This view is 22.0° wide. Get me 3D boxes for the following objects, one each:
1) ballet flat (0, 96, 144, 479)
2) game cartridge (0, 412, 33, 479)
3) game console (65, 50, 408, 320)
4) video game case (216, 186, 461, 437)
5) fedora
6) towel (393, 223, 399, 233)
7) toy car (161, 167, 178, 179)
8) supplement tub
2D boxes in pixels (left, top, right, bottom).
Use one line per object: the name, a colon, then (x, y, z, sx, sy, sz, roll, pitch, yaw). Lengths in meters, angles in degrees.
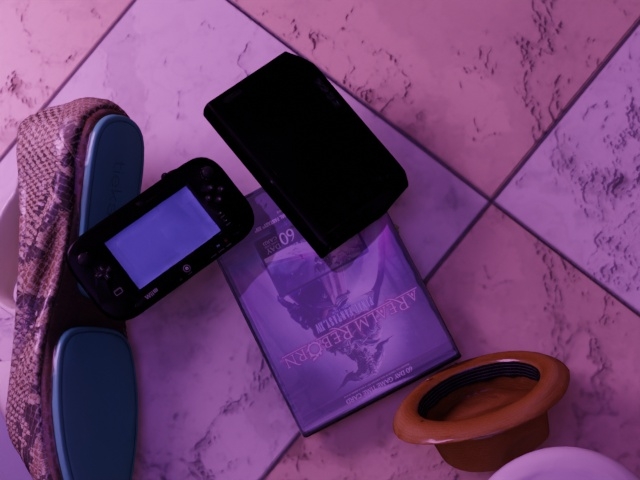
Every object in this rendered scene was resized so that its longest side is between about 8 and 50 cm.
ballet flat: (-0.293, 0.083, 1.843, 0.182, 0.164, 0.483, -3, 82, 32)
game cartridge: (-0.434, 0.331, 1.863, 0.297, 0.062, 0.198, -35, 77, 2)
game console: (-0.098, -0.036, 1.779, 0.361, 0.044, 0.213, -36, 77, -17)
video game case: (0.008, 0.052, 1.829, 0.196, 0.026, 0.274, -28, 75, 4)
fedora: (0.175, 0.188, 1.731, 0.194, 0.194, 0.079, -19, 110, 7)
towel: (0.000, 0.000, 1.865, 0.152, 0.023, 0.113, 28, 86, 14)
toy car: (-0.200, -0.041, 1.917, 0.122, 0.060, 0.040, -24, 117, 23)
supplement tub: (0.245, 0.307, 1.605, 0.191, 0.272, 0.191, -3, 77, 11)
